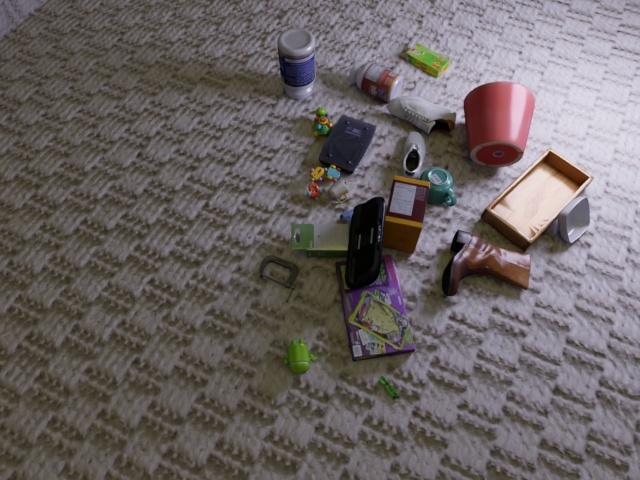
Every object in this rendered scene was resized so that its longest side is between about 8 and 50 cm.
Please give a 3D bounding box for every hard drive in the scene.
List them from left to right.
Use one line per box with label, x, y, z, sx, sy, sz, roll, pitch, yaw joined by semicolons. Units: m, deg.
hard drive;0.112;-0.385;1.985;0.171;0.054;0.255;20;63;12

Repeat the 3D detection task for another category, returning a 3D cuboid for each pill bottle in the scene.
pill bottle;-0.096;-0.733;2.060;0.153;0.265;0.153;0;60;1
pill bottle;0.237;-0.688;2.114;0.216;0.121;0.121;30;65;16

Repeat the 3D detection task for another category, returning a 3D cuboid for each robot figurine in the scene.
robot figurine;-0.070;0.373;1.563;0.101;0.067;0.115;-3;61;-11

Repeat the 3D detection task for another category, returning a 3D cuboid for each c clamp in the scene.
c clamp;-0.150;0.123;1.727;0.160;0.022;0.137;27;65;14

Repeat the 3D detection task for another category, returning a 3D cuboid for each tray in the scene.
tray;0.815;-0.161;1.847;0.411;0.076;0.203;-40;68;-18

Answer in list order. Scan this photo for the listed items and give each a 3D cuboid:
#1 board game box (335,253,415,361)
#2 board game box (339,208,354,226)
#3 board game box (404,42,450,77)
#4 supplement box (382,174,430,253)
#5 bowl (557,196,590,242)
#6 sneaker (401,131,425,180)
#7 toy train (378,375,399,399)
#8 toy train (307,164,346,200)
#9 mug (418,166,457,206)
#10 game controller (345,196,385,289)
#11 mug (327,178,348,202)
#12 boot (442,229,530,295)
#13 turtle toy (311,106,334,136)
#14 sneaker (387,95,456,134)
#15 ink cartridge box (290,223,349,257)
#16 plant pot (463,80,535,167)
board game box;0.178;0.220;1.659;0.208;0.056;0.347;-9;62;0
board game box;0.130;-0.076;1.814;0.090;0.020;0.090;44;42;20
board game box;0.484;-0.818;2.227;0.181;0.043;0.092;37;68;19
supplement box;0.297;-0.090;1.744;0.129;0.191;0.194;12;63;7
bowl;0.910;-0.079;1.776;0.142;0.142;0.053;-36;33;-21
sneaker;0.371;-0.338;1.936;0.094;0.091;0.258;6;62;4
toy train;0.214;0.463;1.541;0.023;0.017;0.083;-38;67;-8
toy train;0.012;-0.226;1.908;0.166;0.046;0.125;-17;89;-20
mug;0.449;-0.210;1.862;0.157;0.097;0.130;14;62;8
game controller;0.152;0.005;1.656;0.067;0.166;0.319;25;61;-34
mug;0.067;-0.185;1.864;0.064;0.062;0.078;-35;77;-11
boot;0.578;0.117;1.708;0.280;0.096;0.264;21;56;4
turtle toy;0.008;-0.492;2.038;0.095;0.066;0.130;-11;62;-6
sneaker;0.413;-0.510;2.022;0.290;0.106;0.123;12;60;6
ink cartridge box;0.000;0.000;1.770;0.209;0.062;0.109;0;62;1
plant pot;0.688;-0.434;1.906;0.274;0.275;0.243;7;70;5
